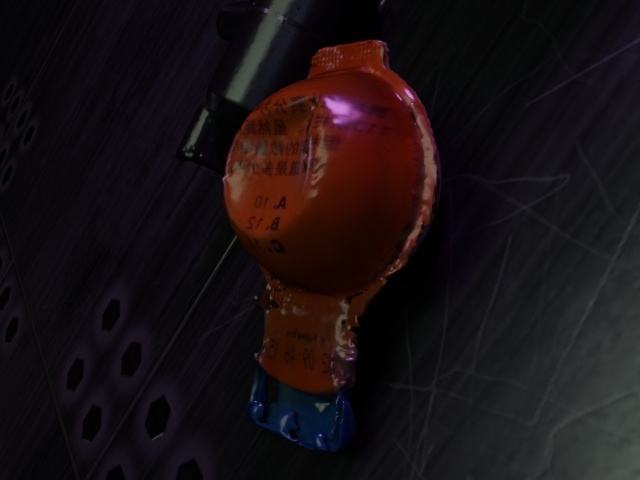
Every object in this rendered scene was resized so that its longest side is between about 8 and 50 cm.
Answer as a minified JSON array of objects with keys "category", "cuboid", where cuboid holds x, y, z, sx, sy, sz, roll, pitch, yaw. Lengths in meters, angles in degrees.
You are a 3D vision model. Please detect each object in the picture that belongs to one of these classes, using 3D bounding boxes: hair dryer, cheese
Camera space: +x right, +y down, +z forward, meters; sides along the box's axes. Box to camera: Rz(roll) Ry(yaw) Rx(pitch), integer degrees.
[{"category":"hair dryer","cuboid":[-0.082,-0.197,0.773,0.244,0.116,0.302,-60,29,6]},{"category":"cheese","cuboid":[0.000,0.000,0.552,0.217,0.129,0.328,4,86,45]}]
